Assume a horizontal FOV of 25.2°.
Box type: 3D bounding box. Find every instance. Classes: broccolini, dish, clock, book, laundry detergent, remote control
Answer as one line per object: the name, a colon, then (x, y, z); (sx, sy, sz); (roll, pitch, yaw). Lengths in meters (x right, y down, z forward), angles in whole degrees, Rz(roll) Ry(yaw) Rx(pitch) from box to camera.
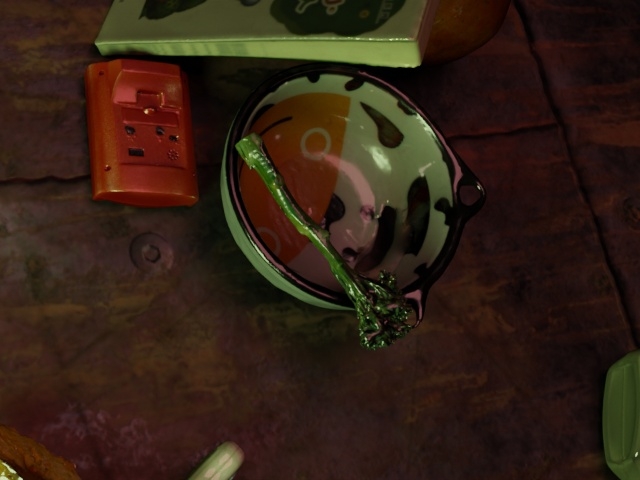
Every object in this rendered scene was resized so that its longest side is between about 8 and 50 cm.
broccolini: (0.007, -0.004, 1.417); (0.254, 0.057, 0.071); (55, 16, -2)
dish: (0.012, -0.042, 1.531); (0.303, 0.120, 0.303); (9, 69, -23)
clock: (-0.183, -0.111, 1.500); (0.113, 0.061, 0.155); (3, 70, -27)
book: (-0.038, -0.296, 1.521); (0.371, 0.043, 0.260); (4, 57, 24)
laundry detergent: (0.454, 0.224, 1.668); (0.253, 0.091, 0.181); (16, 64, -21)
remote control: (-0.122, 0.243, 1.369); (0.032, 0.074, 0.122); (44, 57, -1)

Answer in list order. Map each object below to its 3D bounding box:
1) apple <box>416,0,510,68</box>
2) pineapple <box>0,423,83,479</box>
apple: (0.119, -0.314, 1.643); (0.234, 0.234, 0.234); (11, 64, -23)
pineapple: (-0.266, 0.273, 1.280); (0.250, 0.140, 0.164); (34, 98, 6)
